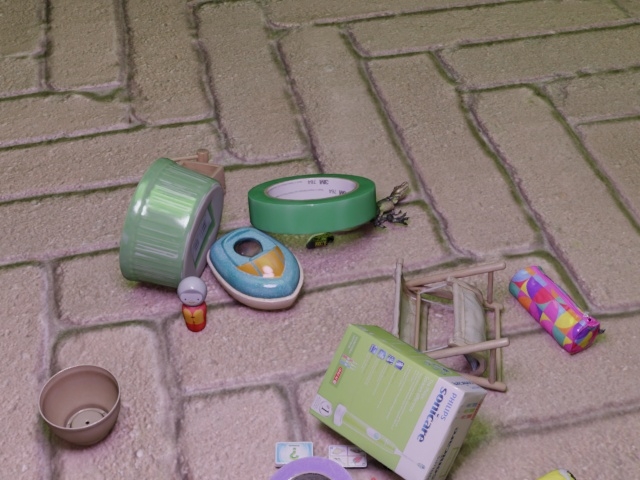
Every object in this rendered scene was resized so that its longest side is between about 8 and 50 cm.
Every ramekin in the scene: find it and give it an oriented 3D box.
[{"bbox_3d":[-0.341,-0.031,2.116,0.148,0.303,0.303,17,45,7],"label":"ramekin"}]

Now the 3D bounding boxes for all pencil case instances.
[{"bbox_3d":[0.537,0.153,2.056,0.104,0.104,0.236,-22,46,-22],"label":"pencil case"}]

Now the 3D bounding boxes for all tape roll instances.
[{"bbox_3d":[-0.014,0.501,1.652,0.188,0.080,0.189,-8,51,9],"label":"tape roll"},{"bbox_3d":[-0.021,-0.096,2.247,0.321,0.077,0.321,-3,18,1],"label":"tape roll"}]

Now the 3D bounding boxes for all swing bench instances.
[{"bbox_3d":[0.282,0.182,1.982,0.254,0.165,0.253,1,43,9],"label":"swing bench"}]

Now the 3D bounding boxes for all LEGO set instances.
[{"bbox_3d":[0.031,0.465,1.746,0.244,0.060,0.183,0,46,-1],"label":"LEGO set"}]

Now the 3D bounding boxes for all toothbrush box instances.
[{"bbox_3d":[0.149,0.318,1.769,0.283,0.206,0.122,28,9,33],"label":"toothbrush box"}]

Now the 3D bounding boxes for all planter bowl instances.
[{"bbox_3d":[-0.482,0.349,1.830,0.162,0.109,0.162,0,42,0],"label":"planter bowl"}]

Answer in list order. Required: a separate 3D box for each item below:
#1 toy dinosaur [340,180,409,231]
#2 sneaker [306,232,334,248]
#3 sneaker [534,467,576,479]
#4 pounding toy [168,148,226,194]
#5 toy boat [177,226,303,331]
[{"bbox_3d":[0.151,-0.066,2.323,0.268,0.064,0.118,-29,34,-27],"label":"toy dinosaur"},{"bbox_3d":[0.000,0.000,2.270,0.083,0.031,0.035,-31,51,-30],"label":"sneaker"},{"bbox_3d":[0.315,0.515,1.626,0.384,0.145,0.147,-28,50,-29],"label":"sneaker"},{"bbox_3d":[-0.347,-0.163,2.411,0.181,0.094,0.206,9,34,17],"label":"pounding toy"},{"bbox_3d":[-0.195,0.085,2.091,0.267,0.148,0.318,34,52,31],"label":"toy boat"}]
